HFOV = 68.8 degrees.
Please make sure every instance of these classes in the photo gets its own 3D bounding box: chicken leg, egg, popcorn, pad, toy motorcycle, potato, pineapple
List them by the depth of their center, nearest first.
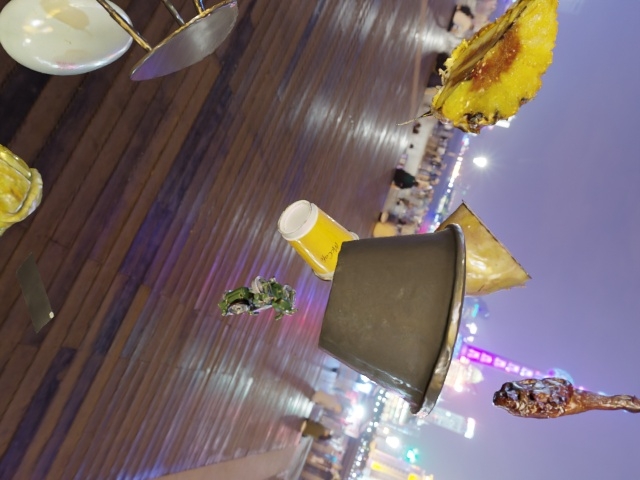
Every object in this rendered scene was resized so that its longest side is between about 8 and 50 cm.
[{"bbox_3d":[0.339,0.225,0.656,0.093,0.205,0.053,165,-78,-72],"label":"chicken leg"},{"bbox_3d":[0.332,-0.319,0.926,0.334,0.161,0.158,-55,-152,0],"label":"pineapple"},{"bbox_3d":[-0.825,-0.121,1.108,0.276,0.277,0.225,-69,155,-14],"label":"popcorn"},{"bbox_3d":[-0.759,0.139,1.240,0.116,0.193,0.004,-37,164,29],"label":"pad"},{"bbox_3d":[-0.729,-0.610,1.367,0.371,0.230,0.229,-28,139,-38],"label":"egg"},{"bbox_3d":[0.436,0.067,1.407,0.237,0.301,0.288,-42,-170,16],"label":"potato"},{"bbox_3d":[-0.211,0.214,1.631,0.275,0.205,0.127,30,39,-55],"label":"toy motorcycle"}]

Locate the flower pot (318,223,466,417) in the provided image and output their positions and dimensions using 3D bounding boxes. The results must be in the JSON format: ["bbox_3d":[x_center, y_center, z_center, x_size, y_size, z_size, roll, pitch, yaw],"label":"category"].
[{"bbox_3d":[0.091,0.095,0.661,0.269,0.167,0.268,10,90,-84],"label":"flower pot"}]

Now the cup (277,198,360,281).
[{"bbox_3d":[0.000,0.000,1.499,0.280,0.197,0.196,44,60,-39],"label":"cup"}]

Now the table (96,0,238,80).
[{"bbox_3d":[-0.402,-0.572,1.130,0.318,0.249,0.317,-32,-169,7],"label":"table"}]
